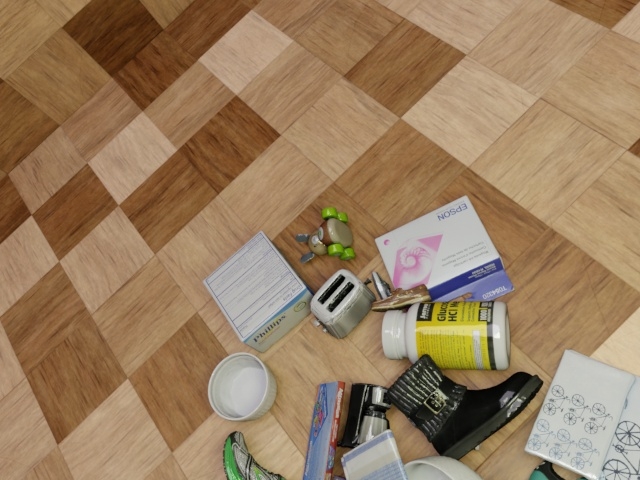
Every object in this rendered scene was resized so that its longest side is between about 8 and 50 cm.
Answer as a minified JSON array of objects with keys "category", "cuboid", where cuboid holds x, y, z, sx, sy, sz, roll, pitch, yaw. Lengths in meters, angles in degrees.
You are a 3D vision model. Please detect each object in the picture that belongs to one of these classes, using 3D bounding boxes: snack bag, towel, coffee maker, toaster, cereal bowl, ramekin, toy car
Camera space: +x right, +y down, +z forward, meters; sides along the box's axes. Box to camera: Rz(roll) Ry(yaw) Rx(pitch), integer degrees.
[{"category":"snack bag","cuboid":[0.720,0.454,1.477,0.342,0.037,0.323,20,58,29]},{"category":"towel","cuboid":[0.156,0.637,1.500,0.209,0.034,0.285,-46,51,37]},{"category":"coffee maker","cuboid":[0.119,0.497,1.707,0.171,0.120,0.178,1,66,24]},{"category":"toaster","cuboid":[0.072,0.186,1.863,0.227,0.146,0.129,-46,58,-4]},{"category":"cereal bowl","cuboid":[0.326,0.676,1.437,0.339,0.141,0.339,11,104,54]},{"category":"ramekin","cuboid":[-0.234,0.463,1.878,0.207,0.109,0.207,-10,62,19]},{"category":"toy car","cuboid":[0.000,0.000,1.998,0.188,0.149,0.155,-19,69,26]}]

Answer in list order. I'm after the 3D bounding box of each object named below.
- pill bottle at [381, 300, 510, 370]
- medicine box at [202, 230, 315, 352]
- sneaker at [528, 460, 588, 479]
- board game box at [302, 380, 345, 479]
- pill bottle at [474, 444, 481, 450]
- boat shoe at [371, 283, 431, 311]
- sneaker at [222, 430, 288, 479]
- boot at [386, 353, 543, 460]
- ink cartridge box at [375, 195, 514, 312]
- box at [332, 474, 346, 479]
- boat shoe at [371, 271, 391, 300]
[{"category":"pill bottle","cuboid":[0.350,0.264,1.684,0.333,0.188,0.188,-3,64,21]},{"category":"medicine box","cuboid":[-0.194,0.168,1.982,0.263,0.149,0.289,-40,58,0]},{"category":"sneaker","cuboid":[0.642,0.634,1.428,0.302,0.108,0.121,26,82,32]},{"category":"board game box","cuboid":[0.010,0.550,1.729,0.145,0.027,0.281,-32,44,59]},{"category":"pill bottle","cuboid":[0.373,0.518,1.622,0.116,0.065,0.065,6,68,25]},{"category":"boat shoe","cuboid":[0.235,0.171,1.782,0.177,0.064,0.060,-13,71,6]},{"category":"sneaker","cuboid":[-0.167,0.699,1.738,0.146,0.134,0.344,-34,66,-4]},{"category":"boot","cuboid":[0.360,0.382,1.550,0.348,0.131,0.260,-42,65,11]},{"category":"ink cartridge box","cuboid":[0.369,0.067,1.844,0.324,0.071,0.330,-26,57,9]},{"category":"box","cuboid":[0.097,0.780,1.592,0.184,0.103,0.261,8,69,23]},{"category":"boat shoe","cuboid":[0.201,0.156,1.888,0.040,0.049,0.142,-18,60,-8]}]
